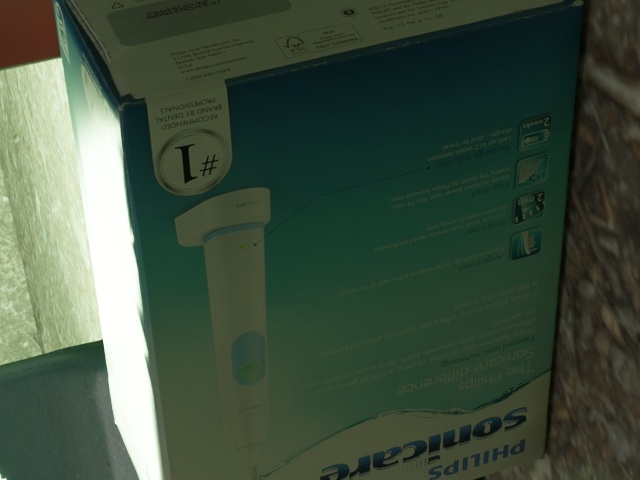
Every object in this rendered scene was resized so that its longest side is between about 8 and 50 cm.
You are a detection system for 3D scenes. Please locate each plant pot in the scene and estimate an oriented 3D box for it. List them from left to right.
[{"bbox_3d":[-0.061,0.160,1.143,0.252,0.247,0.248,-28,77,57],"label":"plant pot"}]

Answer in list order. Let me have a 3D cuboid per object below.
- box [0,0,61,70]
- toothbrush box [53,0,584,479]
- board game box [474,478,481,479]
[{"bbox_3d":[-0.208,-0.226,1.284,0.148,0.232,0.127,-131,31,-57],"label":"box"},{"bbox_3d":[0.000,0.000,0.817,0.126,0.216,0.295,-122,22,-48],"label":"toothbrush box"},{"bbox_3d":[0.120,0.241,0.935,0.281,0.027,0.145,-134,35,-65],"label":"board game box"}]
